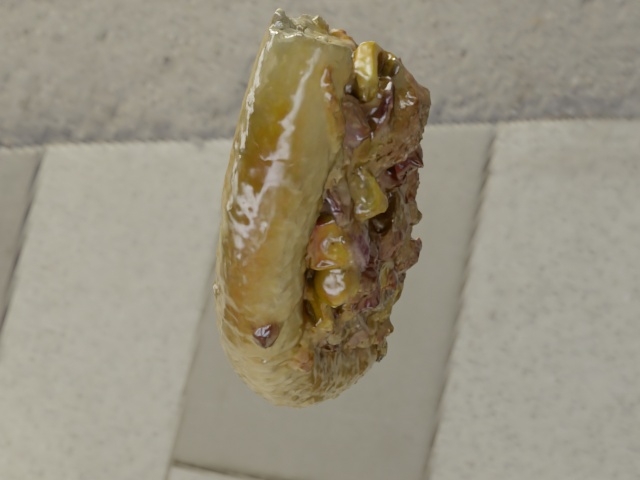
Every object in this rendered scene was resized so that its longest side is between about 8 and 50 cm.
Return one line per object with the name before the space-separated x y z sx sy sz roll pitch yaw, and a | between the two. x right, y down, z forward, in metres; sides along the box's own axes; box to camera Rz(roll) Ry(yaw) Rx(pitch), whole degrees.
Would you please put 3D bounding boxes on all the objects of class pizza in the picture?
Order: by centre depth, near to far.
pizza | 0.003 0.000 0.686 0.058 0.246 0.127 19 52 11
